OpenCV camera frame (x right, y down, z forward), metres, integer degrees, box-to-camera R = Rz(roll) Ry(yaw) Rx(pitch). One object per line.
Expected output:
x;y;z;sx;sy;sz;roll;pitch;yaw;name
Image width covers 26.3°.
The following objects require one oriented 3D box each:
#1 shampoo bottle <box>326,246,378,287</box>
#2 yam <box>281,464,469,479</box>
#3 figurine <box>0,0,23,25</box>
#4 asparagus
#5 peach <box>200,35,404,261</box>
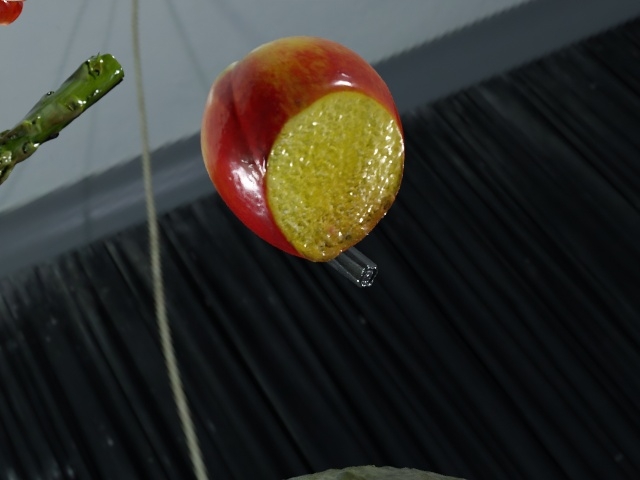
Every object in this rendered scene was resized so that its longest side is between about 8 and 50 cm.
0.000;0.000;1.373;0.027;0.137;0.048;-42;149;-19;shampoo bottle
-0.006;0.255;0.629;0.195;0.195;0.300;2;102;-37;yam
-0.080;-0.086;0.272;0.234;0.127;0.185;-8;144;3;figurine
-0.202;-0.069;0.933;0.165;0.036;0.030;-42;113;-7;asparagus
-0.014;-0.083;1.250;0.190;0.192;0.190;-27;164;-9;peach
